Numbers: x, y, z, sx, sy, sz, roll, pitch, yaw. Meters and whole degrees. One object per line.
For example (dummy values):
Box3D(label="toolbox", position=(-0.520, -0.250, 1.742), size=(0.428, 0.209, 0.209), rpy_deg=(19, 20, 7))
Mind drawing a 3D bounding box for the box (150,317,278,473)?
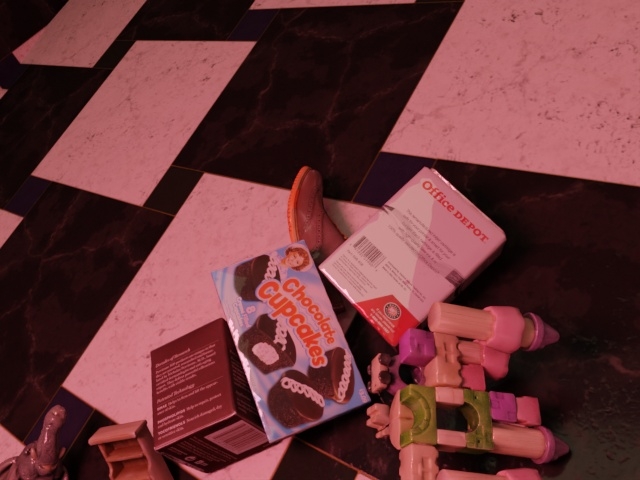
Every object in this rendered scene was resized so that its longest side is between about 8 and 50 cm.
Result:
Box3D(label="box", position=(-0.197, 0.290, 1.119), size=(0.167, 0.168, 0.203), rpy_deg=(-27, 48, 11))

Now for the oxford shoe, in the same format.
Box3D(label="oxford shoe", position=(0.000, 0.000, 1.266), size=(0.132, 0.130, 0.364), rpy_deg=(-3, 61, 8))

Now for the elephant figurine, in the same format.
Box3D(label="elephant figurine", position=(-0.572, 0.485, 1.213), size=(0.186, 0.169, 0.239), rpy_deg=(-13, 57, 3))

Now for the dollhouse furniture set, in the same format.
Box3D(label="dollhouse furniture set", position=(-0.371, 0.453, 1.032), size=(0.212, 0.161, 0.242), rpy_deg=(-16, 15, 20))

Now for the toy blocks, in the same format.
Box3D(label="toy blocks", position=(0.239, 0.273, 0.880), size=(0.260, 0.309, 0.289), rpy_deg=(10, 58, -12))

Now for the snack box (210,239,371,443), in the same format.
Box3D(label="snack box", position=(-0.058, 0.174, 1.081), size=(0.187, 0.060, 0.322), rpy_deg=(-19, 69, -11))

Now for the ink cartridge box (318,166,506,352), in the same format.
Box3D(label="ink cartridge box", position=(0.166, 0.035, 1.086), size=(0.273, 0.114, 0.197), rpy_deg=(-43, 71, -3))
